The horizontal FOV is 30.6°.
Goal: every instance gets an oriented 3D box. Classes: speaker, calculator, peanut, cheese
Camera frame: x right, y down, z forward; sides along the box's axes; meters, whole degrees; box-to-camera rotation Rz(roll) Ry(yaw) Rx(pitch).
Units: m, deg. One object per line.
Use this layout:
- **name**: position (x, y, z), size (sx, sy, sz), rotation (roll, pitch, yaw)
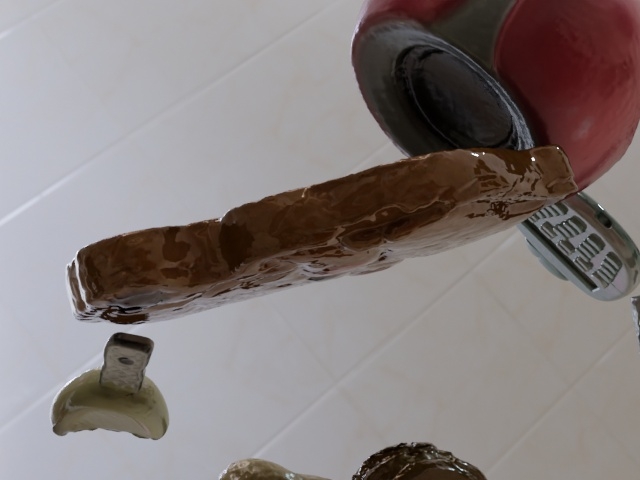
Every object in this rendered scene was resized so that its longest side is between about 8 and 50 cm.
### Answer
- **speaker**: position (0.170, -0.175, 1.149), size (0.294, 0.294, 0.294), rotation (38, -29, 26)
- **calculator**: position (0.306, -0.002, 1.417), size (0.184, 0.042, 0.295), rotation (45, -7, 5)
- **peanut**: position (-0.036, 0.350, 1.556), size (0.214, 0.099, 0.099), rotation (18, -21, -16)
- **cheese**: position (-0.208, 0.150, 1.191), size (0.127, 0.050, 0.235), rotation (14, -33, -7)

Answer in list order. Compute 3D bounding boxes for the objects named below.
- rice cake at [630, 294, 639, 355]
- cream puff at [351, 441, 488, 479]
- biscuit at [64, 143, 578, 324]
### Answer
- **rice cake**: position (0.454, 0.087, 1.290), size (0.042, 0.222, 0.080), rotation (-108, -168, -84)
- **cream puff**: position (0.091, 0.269, 1.109), size (0.115, 0.150, 0.165), rotation (-12, -85, 68)
- **biscuit**: position (0.000, 0.001, 1.042), size (0.350, 0.455, 0.078), rotation (1, 74, -83)
